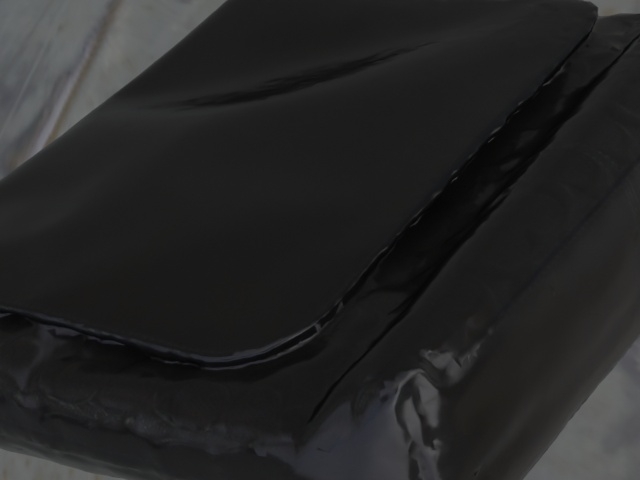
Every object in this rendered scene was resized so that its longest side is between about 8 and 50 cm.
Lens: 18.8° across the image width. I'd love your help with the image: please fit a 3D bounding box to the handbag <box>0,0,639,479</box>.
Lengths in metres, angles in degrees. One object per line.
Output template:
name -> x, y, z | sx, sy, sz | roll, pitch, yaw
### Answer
handbag -> 0.000, 0.000, 0.603 | 0.247, 0.223, 0.080 | -43, 129, -42
